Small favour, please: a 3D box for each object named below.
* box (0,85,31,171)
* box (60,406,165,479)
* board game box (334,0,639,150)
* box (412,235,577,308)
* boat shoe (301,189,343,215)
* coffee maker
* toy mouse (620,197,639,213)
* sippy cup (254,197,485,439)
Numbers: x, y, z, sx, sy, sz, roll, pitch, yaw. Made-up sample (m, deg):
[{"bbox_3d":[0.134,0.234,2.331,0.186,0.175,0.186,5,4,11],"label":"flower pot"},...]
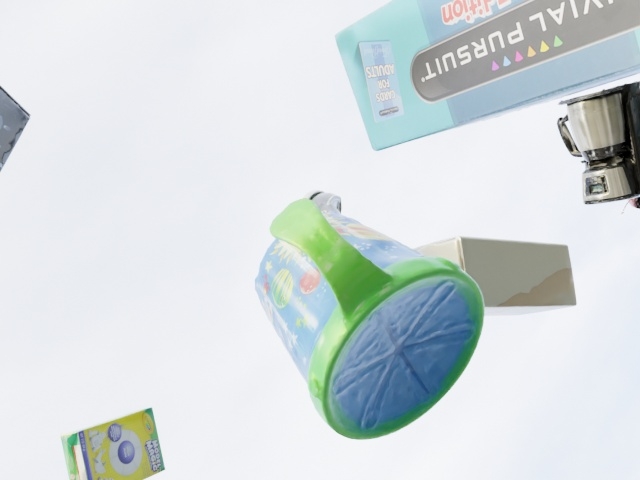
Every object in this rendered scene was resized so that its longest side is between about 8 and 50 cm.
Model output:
[{"bbox_3d":[-0.313,-0.080,0.523,0.077,0.180,0.147,-27,-55,19],"label":"box"},{"bbox_3d":[-0.301,0.320,1.099,0.179,0.043,0.105,-4,-101,-63],"label":"box"},{"bbox_3d":[0.216,-0.151,0.412,0.336,0.253,0.079,-23,-83,-31],"label":"board game box"},{"bbox_3d":[0.305,0.069,1.299,0.311,0.148,0.121,3,-103,-37],"label":"box"},{"bbox_3d":[0.001,0.004,1.151,0.091,0.305,0.109,-1,-63,15],"label":"boat shoe"},{"bbox_3d":[0.482,-0.157,1.162,0.171,0.120,0.178,-15,-84,-9],"label":"coffee maker"},{"bbox_3d":[0.592,-0.109,1.308,0.143,0.031,0.161,24,-87,-33],"label":"toy mouse"},{"bbox_3d":[0.040,0.081,0.889,0.240,0.224,0.306,-12,-55,-32],"label":"sippy cup"}]
